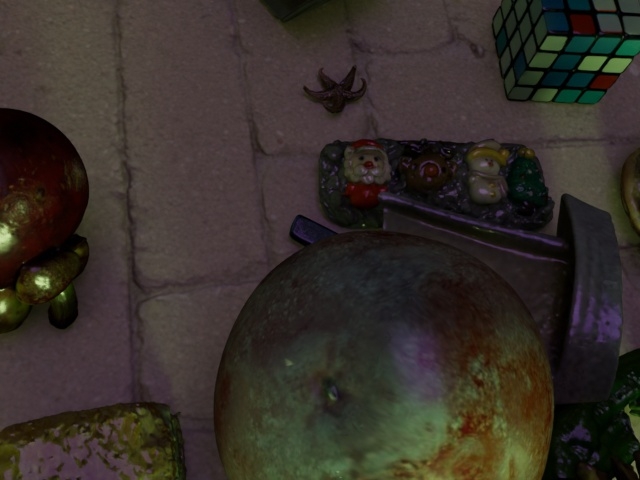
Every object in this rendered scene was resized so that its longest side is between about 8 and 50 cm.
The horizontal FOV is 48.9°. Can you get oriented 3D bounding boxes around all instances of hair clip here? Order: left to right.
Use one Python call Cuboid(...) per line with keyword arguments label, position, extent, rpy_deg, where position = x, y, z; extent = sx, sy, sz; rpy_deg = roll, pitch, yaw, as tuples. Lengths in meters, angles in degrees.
Cuboid(label="hair clip", position=(0.160, -0.081, 0.915), extent=(0.321, 0.091, 0.138), rpy_deg=(0, 68, -9))

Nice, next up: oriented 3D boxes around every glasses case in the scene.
Cuboid(label="glasses case", position=(0.000, 0.000, 0.888), extent=(0.083, 0.023, 0.033), rpy_deg=(27, 69, 5))

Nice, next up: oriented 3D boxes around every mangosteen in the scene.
Cuboid(label="mangosteen", position=(-0.341, -0.012, 0.751), extent=(0.215, 0.215, 0.258), rpy_deg=(-28, 108, -20))

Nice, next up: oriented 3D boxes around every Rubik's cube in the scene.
Cuboid(label="Rubik's cube", position=(0.352, -0.305, 1.017), extent=(0.151, 0.154, 0.155), rpy_deg=(1, 65, -9))

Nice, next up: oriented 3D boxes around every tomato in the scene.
Cuboid(label="tomato", position=(0.056, 0.144, 0.664), extent=(0.316, 0.282, 0.317), rpy_deg=(-6, 73, 18))

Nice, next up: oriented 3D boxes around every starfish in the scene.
Cuboid(label="starfish", position=(0.020, -0.211, 0.986), extent=(0.091, 0.028, 0.078), rpy_deg=(-5, 61, -9))

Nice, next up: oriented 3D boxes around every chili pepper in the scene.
Cuboid(label="chili pepper", position=(0.326, 0.212, 0.818), extent=(0.253, 0.083, 0.099), rpy_deg=(-33, 76, -27))

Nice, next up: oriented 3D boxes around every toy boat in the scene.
Cuboid(label="toy boat", position=(0.224, 0.071, 0.830), extent=(0.293, 0.111, 0.276), rpy_deg=(-4, 64, -3))

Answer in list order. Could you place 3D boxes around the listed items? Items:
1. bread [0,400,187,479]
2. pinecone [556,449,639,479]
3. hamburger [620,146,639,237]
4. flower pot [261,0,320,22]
Cuboid(label="bread", position=(-0.229, 0.241, 0.695), extent=(0.196, 0.102, 0.138), rpy_deg=(-6, 69, -14))
Cuboid(label="pinecone", position=(0.269, 0.343, 0.645), extent=(0.244, 0.244, 0.309), rpy_deg=(14, 108, -5))
Cuboid(label="hamburger", position=(0.542, -0.068, 0.954), extent=(0.243, 0.146, 0.286), rpy_deg=(21, 62, -8))
Cuboid(label="flower pot", position=(-0.010, -0.448, 0.991), extent=(0.189, 0.209, 0.239), rpy_deg=(-34, 74, -23))
